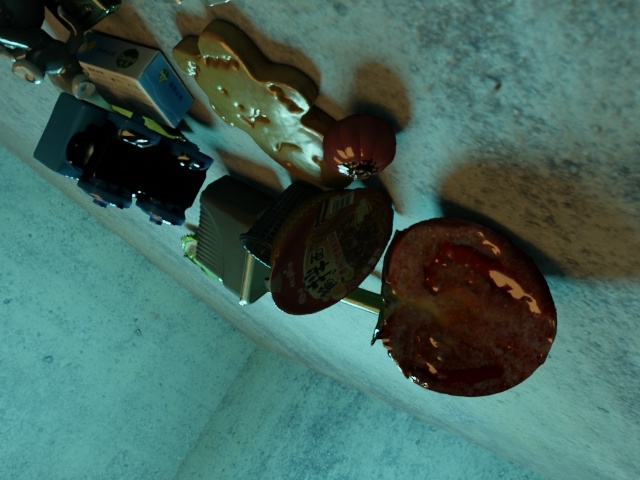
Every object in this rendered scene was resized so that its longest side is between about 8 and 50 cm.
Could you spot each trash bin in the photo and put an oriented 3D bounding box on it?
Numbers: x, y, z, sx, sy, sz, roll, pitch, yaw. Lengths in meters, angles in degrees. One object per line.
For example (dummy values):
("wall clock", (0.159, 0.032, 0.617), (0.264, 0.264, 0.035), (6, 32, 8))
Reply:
("trash bin", (-0.050, -0.022, 1.302), (0.175, 0.161, 0.175), (27, 163, 9))

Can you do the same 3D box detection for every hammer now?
("hammer", (0.075, 0.123, 1.572), (0.335, 0.119, 0.206), (18, 173, 15))

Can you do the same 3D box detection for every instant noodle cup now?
("instant noodle cup", (0.000, 0.000, 1.147), (0.091, 0.274, 0.274), (44, 172, 35))

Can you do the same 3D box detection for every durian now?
("durian", (-0.372, 0.039, 2.155), (0.220, 0.095, 0.137), (24, 126, 30))

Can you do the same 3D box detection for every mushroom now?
("mushroom", (-0.496, -0.316, 1.375), (0.108, 0.096, 0.247), (38, 162, 20))

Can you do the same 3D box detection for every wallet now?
("wallet", (-0.420, -0.414, 1.060), (0.160, 0.055, 0.236), (49, 158, -27))

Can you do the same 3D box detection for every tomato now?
("tomato", (0.232, 0.096, 1.095), (0.309, 0.309, 0.170), (33, -167, -4))

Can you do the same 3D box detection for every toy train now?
("toy train", (-0.381, -0.160, 1.311), (0.265, 0.188, 0.300), (28, -175, 36))

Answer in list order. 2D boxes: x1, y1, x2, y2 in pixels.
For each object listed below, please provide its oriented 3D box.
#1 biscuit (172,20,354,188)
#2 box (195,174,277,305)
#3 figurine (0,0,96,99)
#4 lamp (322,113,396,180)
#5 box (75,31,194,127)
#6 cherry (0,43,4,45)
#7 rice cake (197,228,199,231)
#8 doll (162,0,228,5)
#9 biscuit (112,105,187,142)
("biscuit", (-0.080, -0.200, 1.057), (0.355, 0.052, 0.275), (44, 160, -31))
("box", (-0.184, -0.003, 1.507), (0.178, 0.138, 0.274), (31, 130, 20))
("figurine", (-0.471, -0.341, 1.035), (0.265, 0.140, 0.193), (33, -173, 1))
("lamp", (0.055, -0.133, 0.934), (0.107, 0.092, 0.107), (-4, 157, -2))
("box", (-0.350, -0.298, 1.212), (0.194, 0.073, 0.139), (23, 162, 28))
("cherry", (-0.698, -0.434, 1.206), (0.300, 0.203, 0.230), (68, -179, -51))
("rice cake", (-0.252, -0.040, 1.755), (0.056, 0.073, 0.365), (35, 163, -20))
("doll", (-0.222, -0.365, 0.803), (0.183, 0.085, 0.217), (20, 177, 39))
("biscuit", (-0.390, -0.256, 1.501), (0.237, 0.013, 0.232), (17, 158, 41))
